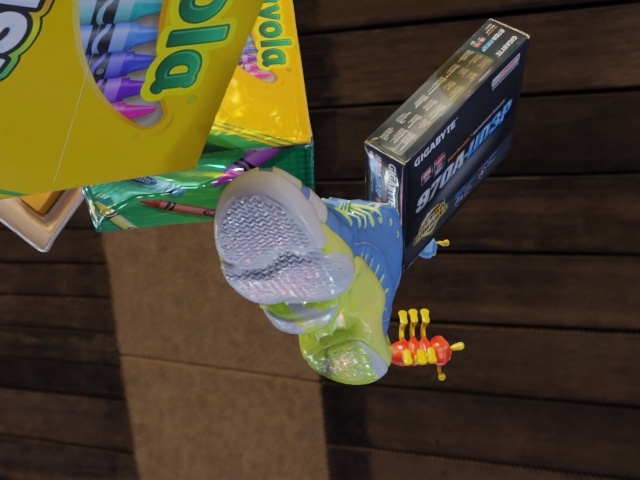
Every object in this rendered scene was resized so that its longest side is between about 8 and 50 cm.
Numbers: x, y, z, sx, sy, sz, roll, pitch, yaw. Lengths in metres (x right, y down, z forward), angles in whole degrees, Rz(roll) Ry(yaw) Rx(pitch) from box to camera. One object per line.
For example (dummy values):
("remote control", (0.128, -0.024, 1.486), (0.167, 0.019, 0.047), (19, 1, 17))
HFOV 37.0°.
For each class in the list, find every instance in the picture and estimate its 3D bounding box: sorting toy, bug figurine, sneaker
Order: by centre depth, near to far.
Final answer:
("sneaker", (0.000, 0.000, 0.682), (0.091, 0.126, 0.240), (3, 146, 20))
("sorting toy", (-0.320, -0.121, 1.056), (0.193, 0.038, 0.208), (35, 93, 14))
("bug figurine", (0.083, 0.078, 1.347), (0.216, 0.279, 0.072), (1, 138, -2))

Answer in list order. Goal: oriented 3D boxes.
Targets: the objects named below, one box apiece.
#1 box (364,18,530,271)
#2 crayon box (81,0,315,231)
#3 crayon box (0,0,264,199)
("box", (0.129, -0.097, 0.991), (0.051, 0.220, 0.175), (31, 150, 24))
("crayon box", (-0.099, -0.143, 0.755), (0.165, 0.278, 0.081), (-6, 144, -3))
("crayon box", (-0.161, -0.163, 0.430), (0.106, 0.313, 0.363), (59, 141, 25))
